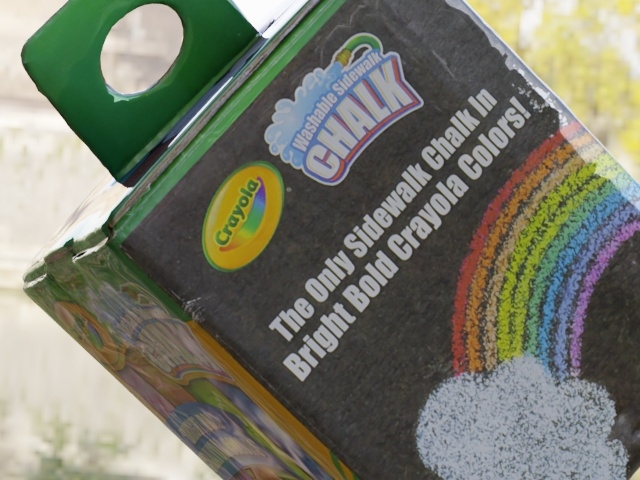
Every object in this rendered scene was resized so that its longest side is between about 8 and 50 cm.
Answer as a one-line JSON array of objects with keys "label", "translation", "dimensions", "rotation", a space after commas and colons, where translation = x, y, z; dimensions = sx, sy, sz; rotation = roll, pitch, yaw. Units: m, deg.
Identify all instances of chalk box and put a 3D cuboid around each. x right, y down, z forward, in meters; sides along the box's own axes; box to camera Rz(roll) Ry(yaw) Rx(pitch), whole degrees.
[{"label": "chalk box", "translation": [0.000, 0.000, 0.808], "dimensions": [0.289, 0.180, 0.179], "rotation": [45, -19, -8]}]
